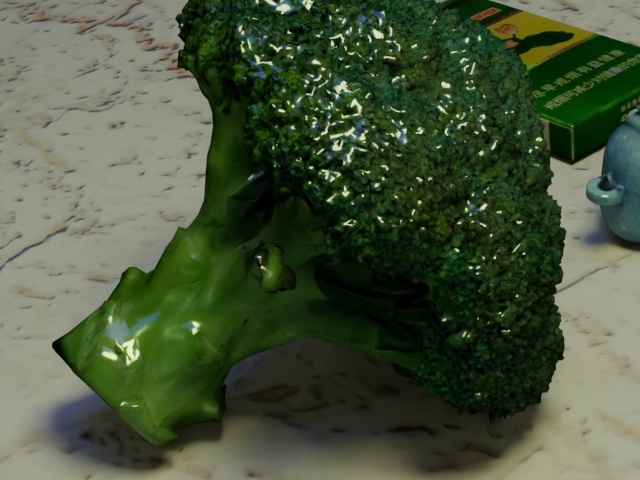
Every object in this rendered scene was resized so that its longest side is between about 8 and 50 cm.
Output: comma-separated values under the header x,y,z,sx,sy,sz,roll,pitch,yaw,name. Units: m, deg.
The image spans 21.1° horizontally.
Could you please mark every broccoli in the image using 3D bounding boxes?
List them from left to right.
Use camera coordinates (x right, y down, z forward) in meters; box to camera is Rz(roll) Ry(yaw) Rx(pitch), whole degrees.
x,y,z,sx,sy,sz,roll,pitch,yaw,name
0.000,0.000,0.939,0.297,0.297,0.297,-45,37,-1,broccoli

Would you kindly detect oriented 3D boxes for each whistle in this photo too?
x,y,z,sx,sy,sz,roll,pitch,yaw,name
0.283,-0.065,1.123,0.269,0.093,0.180,-15,37,-25,whistle

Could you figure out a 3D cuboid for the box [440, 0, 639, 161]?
x,y,z,sx,sy,sz,roll,pitch,yaw,name
0.147,-0.129,1.300,0.132,0.034,0.235,-29,37,-32,box
